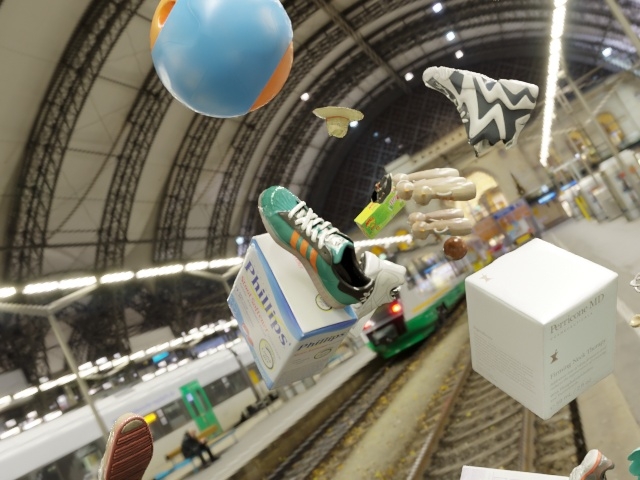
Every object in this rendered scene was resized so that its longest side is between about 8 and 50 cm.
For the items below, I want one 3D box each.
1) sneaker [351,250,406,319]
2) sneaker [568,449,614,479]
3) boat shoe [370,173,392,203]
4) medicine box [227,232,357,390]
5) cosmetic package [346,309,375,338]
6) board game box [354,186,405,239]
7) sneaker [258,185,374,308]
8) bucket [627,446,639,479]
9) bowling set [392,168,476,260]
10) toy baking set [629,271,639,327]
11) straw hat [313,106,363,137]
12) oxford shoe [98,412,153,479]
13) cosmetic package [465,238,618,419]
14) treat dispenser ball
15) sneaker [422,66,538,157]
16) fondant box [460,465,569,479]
[{"bbox_3d":[0.130,0.135,1.659,0.118,0.110,0.292,9,-29,-6],"label":"sneaker"},{"bbox_3d":[0.609,0.541,1.494,0.061,0.064,0.158,-51,-17,-48],"label":"sneaker"},{"bbox_3d":[0.184,-0.152,1.974,0.042,0.049,0.133,-2,-29,-15],"label":"boat shoe"},{"bbox_3d":[-0.076,0.158,1.532,0.149,0.264,0.289,-14,-29,-29],"label":"medicine box"},{"bbox_3d":[0.005,0.152,1.906,0.224,0.225,0.138,6,54,52],"label":"cosmetic package"},{"bbox_3d":[0.211,-0.101,2.330,0.181,0.043,0.092,-47,-49,-9],"label":"board game box"},{"bbox_3d":[0.000,0.000,1.353,0.121,0.302,0.108,-31,10,50],"label":"sneaker"},{"bbox_3d":[0.935,0.595,1.649,0.183,0.281,0.281,-30,-7,-11],"label":"bucket"},{"bbox_3d":[0.242,-0.047,1.433,0.154,0.200,0.287,-4,9,4],"label":"bowling set"},{"bbox_3d":[0.714,0.091,1.333,0.196,0.030,0.256,-30,22,44],"label":"toy baking set"},{"bbox_3d":[0.045,-0.308,1.765,0.144,0.061,0.144,6,-4,0],"label":"straw hat"},{"bbox_3d":[-0.493,0.538,1.603,0.123,0.130,0.348,-12,-53,-42],"label":"oxford shoe"},{"bbox_3d":[0.696,0.271,2.096,0.329,0.394,0.327,-27,33,-22],"label":"cosmetic package"},{"bbox_3d":[-0.197,-0.394,1.335,0.288,0.288,0.288,-28,-8,-4],"label":"treat dispenser ball"},{"bbox_3d":[0.286,-0.241,1.262,0.094,0.235,0.153,-14,-60,-55],"label":"sneaker"},{"bbox_3d":[0.565,0.694,1.745,0.330,0.238,0.096,-17,46,49],"label":"fondant box"}]
